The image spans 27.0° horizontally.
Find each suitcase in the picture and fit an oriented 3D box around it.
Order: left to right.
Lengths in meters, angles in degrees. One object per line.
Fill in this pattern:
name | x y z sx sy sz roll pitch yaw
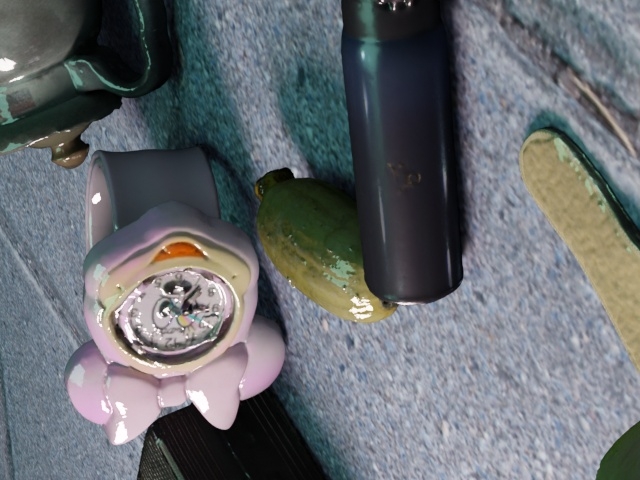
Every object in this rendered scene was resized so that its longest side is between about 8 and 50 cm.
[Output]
suitcase | -0.059 0.337 1.348 0.335 0.152 0.230 55 150 24

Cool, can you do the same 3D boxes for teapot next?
teapot | -0.270 -0.214 1.343 0.223 0.305 0.285 -78 -32 -70

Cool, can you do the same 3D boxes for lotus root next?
lotus root | -0.001 0.001 1.066 0.183 0.077 0.090 42 144 41

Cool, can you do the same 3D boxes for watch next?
watch | -0.151 0.034 1.294 0.217 0.210 0.248 -118 29 -54

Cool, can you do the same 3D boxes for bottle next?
bottle | 0.055 -0.078 0.912 0.082 0.072 0.244 -109 11 -61

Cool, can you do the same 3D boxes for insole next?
insole | 0.192 0.035 0.806 0.248 0.011 0.081 58 153 19

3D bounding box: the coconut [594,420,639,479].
coconut | 0.226 0.173 0.636 0.236 0.236 0.205 49 124 34
